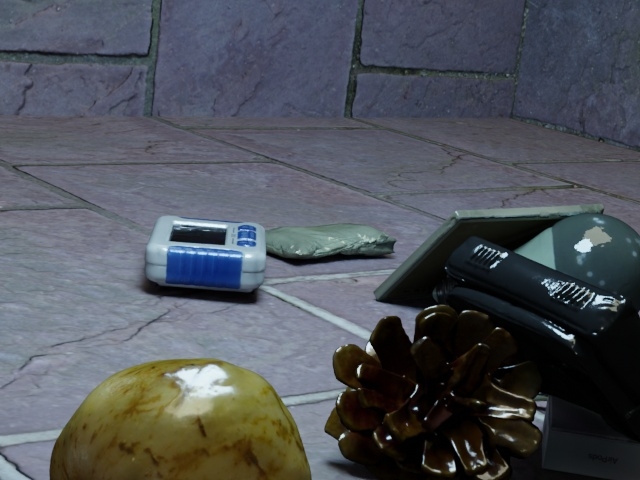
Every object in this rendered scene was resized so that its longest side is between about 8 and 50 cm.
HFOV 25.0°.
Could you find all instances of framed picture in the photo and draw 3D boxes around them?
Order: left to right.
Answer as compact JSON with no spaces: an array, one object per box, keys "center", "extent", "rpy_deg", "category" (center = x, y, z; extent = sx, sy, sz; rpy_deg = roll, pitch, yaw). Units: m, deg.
[{"center":[0.262,0.018,2.208],"extent":[0.315,0.232,0.024],"rpy_deg":[-2,59,-38],"category":"framed picture"}]

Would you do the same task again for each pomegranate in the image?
[{"center":[-0.121,0.204,1.191],"extent":[0.215,0.215,0.215],"rpy_deg":[7,13,-2],"category":"pomegranate"}]

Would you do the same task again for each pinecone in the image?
[{"center":[0.118,0.161,1.475],"extent":[0.229,0.202,0.201],"rpy_deg":[12,-19,12],"category":"pinecone"}]

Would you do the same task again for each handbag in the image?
[{"center":[0.267,0.119,1.544],"extent":[0.275,0.088,0.244],"rpy_deg":[22,-22,53],"category":"handbag"}]

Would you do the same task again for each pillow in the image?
[{"center":[0.000,0.000,2.444],"extent":[0.230,0.050,0.148],"rpy_deg":[-4,10,-39],"category":"pillow"}]

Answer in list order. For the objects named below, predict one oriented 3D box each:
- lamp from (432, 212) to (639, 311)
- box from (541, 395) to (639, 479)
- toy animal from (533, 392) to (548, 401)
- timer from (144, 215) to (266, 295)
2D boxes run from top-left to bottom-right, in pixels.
[{"center":[0.343,0.060,2.170],"extent":[0.314,0.182,0.182],"rpy_deg":[-11,4,27],"category":"lamp"},{"center":[0.319,0.224,1.631],"extent":[0.130,0.051,0.129],"rpy_deg":[8,13,7],"category":"box"},{"center":[0.328,0.173,1.757],"extent":[0.137,0.098,0.098],"rpy_deg":[11,14,20],"category":"toy animal"},{"center":[-0.172,0.024,2.183],"extent":[0.178,0.078,0.253],"rpy_deg":[4,12,-2],"category":"timer"}]
